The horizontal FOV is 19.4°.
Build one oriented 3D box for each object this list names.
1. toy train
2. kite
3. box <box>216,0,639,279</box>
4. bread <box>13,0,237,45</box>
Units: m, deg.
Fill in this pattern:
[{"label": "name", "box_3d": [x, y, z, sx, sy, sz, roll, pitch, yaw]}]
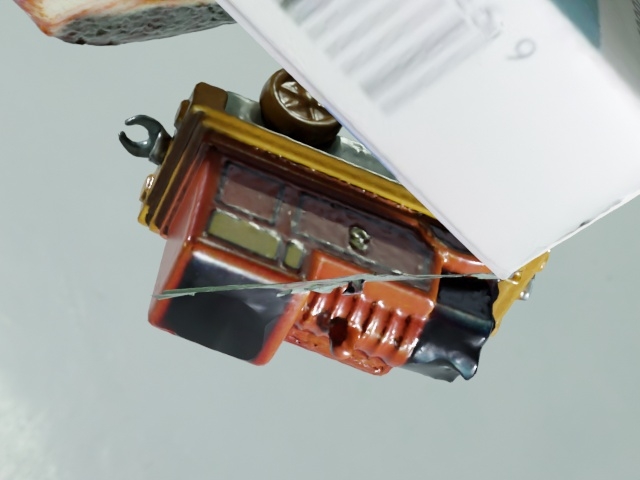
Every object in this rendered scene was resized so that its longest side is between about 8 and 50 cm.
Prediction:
[{"label": "toy train", "box_3d": [0.000, 0.000, 1.535, 0.369, 0.163, 0.231, 22, 47, -9]}, {"label": "kite", "box_3d": [0.011, 0.028, 1.133, 0.229, 0.250, 0.012, -2, 88, -12]}, {"label": "box", "box_3d": [0.007, -0.161, 0.551, 0.200, 0.065, 0.343, 43, 26, -25]}, {"label": "bread", "box_3d": [-0.119, -0.271, 1.459, 0.295, 0.327, 0.114, -18, 70, 2]}]
